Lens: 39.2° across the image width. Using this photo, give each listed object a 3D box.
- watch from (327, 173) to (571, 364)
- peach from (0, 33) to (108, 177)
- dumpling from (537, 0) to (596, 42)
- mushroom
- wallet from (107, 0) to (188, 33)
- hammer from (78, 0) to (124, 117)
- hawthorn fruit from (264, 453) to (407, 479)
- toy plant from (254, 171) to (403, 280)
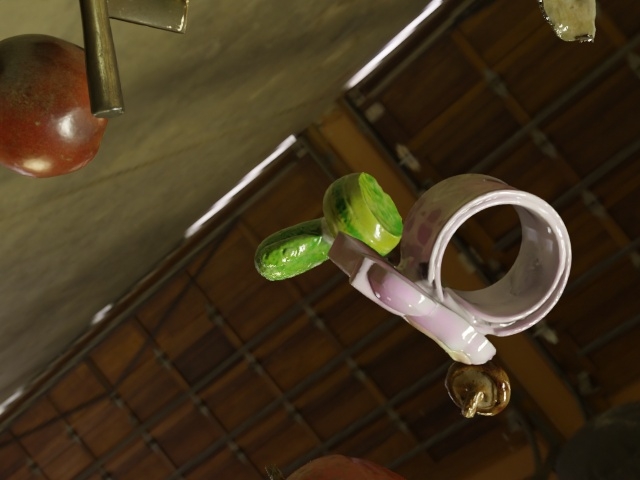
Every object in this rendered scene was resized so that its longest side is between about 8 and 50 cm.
[{"bbox_3d":[0.169,0.014,1.111,0.217,0.248,0.211,-52,-159,2],"label":"watch"},{"bbox_3d":[-0.487,-0.238,1.562,0.252,0.252,0.252,-39,178,-1],"label":"peach"},{"bbox_3d":[0.372,-0.486,1.483,0.166,0.332,0.086,2,174,-11],"label":"dumpling"},{"bbox_3d":[0.298,0.274,1.702,0.127,0.127,0.087,-40,178,30],"label":"mushroom"},{"bbox_3d":[-0.387,-0.509,1.948,0.110,0.198,0.031,111,-12,-56],"label":"wallet"},{"bbox_3d":[-0.336,-0.394,1.295,0.168,0.440,0.044,-13,174,35],"label":"hammer"},{"bbox_3d":[0.020,0.410,1.230,0.276,0.307,0.276,-20,130,-27],"label":"hawthorn fruit"},{"bbox_3d":[0.000,0.000,1.892,0.316,0.184,0.224,-30,170,25],"label":"toy plant"}]
